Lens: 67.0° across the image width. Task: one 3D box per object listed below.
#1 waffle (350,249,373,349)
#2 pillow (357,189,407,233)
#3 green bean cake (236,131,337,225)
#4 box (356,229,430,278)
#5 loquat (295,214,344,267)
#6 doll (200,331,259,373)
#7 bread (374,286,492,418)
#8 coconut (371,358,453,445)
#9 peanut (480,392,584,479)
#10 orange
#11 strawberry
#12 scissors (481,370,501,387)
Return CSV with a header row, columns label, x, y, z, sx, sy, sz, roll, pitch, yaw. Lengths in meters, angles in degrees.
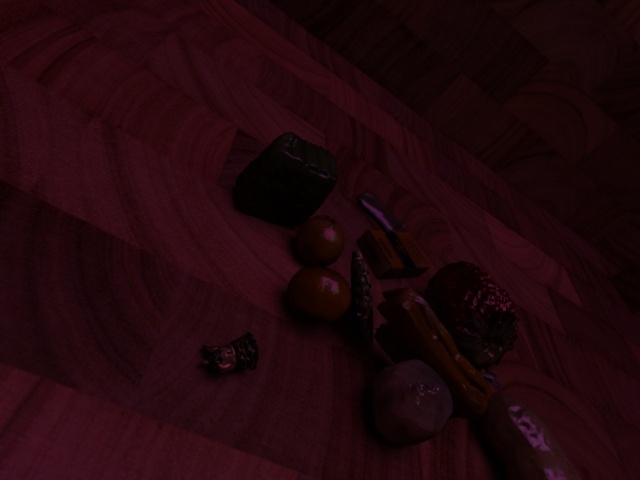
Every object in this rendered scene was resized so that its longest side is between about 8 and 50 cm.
label,x,y,z,sx,sy,sz,roll,pitch,yaw
waffle,0.105,0.147,1.241,0.054,0.214,0.208,-4,28,7
pillow,0.227,-0.096,1.758,0.217,0.033,0.130,48,36,6
green bean cake,-0.086,-0.159,1.296,0.222,0.248,0.125,17,42,-30
box,0.243,0.046,1.590,0.237,0.070,0.152,5,50,-47
loquat,0.000,0.000,1.316,0.141,0.141,0.141,28,36,-23
doll,-0.178,0.236,0.952,0.113,0.076,0.078,-21,39,-24
bread,0.257,0.279,1.193,0.380,0.185,0.109,52,53,-12
coconut,0.203,0.360,1.083,0.194,0.194,0.194,28,36,-23
peanut,0.538,0.574,1.233,0.192,0.169,0.387,5,46,-39
orange,-0.006,0.133,1.157,0.156,0.156,0.134,37,54,-11
strawberry,0.411,0.219,1.446,0.292,0.292,0.343,21,16,-31
scissors,0.521,0.426,1.512,0.119,0.014,0.058,26,33,-31
